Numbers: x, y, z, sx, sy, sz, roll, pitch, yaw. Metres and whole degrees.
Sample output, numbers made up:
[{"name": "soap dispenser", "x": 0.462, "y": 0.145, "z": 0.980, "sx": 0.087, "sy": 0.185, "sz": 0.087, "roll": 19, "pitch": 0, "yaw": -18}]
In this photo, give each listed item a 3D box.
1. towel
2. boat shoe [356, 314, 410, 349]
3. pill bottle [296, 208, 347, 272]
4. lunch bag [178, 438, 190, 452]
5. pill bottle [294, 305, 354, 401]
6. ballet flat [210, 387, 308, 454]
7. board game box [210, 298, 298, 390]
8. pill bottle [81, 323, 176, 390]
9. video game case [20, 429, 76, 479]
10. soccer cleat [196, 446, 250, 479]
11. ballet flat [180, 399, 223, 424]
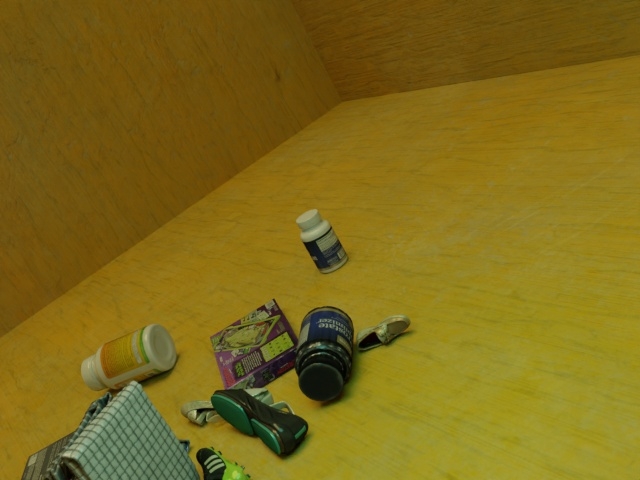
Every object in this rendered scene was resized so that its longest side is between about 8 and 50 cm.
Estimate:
[{"name": "towel", "x": -0.369, "y": 0.444, "z": 1.447, "sx": 0.121, "sy": 0.284, "sz": 0.235, "roll": -20, "pitch": 21, "yaw": 27}, {"name": "boat shoe", "x": 0.136, "y": 0.205, "z": 1.692, "sx": 0.135, "sy": 0.050, "sz": 0.045, "roll": -31, "pitch": 20, "yaw": 28}, {"name": "pill bottle", "x": 0.000, "y": 0.000, "z": 2.195, "sx": 0.094, "sy": 0.169, "sz": 0.094, "roll": -26, "pitch": 19, "yaw": 10}, {"name": "lunch bag", "x": -0.335, "y": 0.463, "z": 1.699, "sx": 0.071, "sy": 0.053, "sz": 0.083, "roll": -12, "pitch": 17, "yaw": 37}, {"name": "pill bottle", "x": 0.009, "y": 0.242, "z": 1.661, "sx": 0.123, "sy": 0.123, "sz": 0.219, "roll": -24, "pitch": 21, "yaw": 14}, {"name": "ballet flat", "x": -0.120, "y": 0.363, "z": 1.608, "sx": 0.096, "sy": 0.095, "sz": 0.280, "roll": -29, "pitch": 27, "yaw": -29}, {"name": "board game box", "x": -0.163, "y": 0.268, "z": 1.952, "sx": 0.208, "sy": 0.056, "sz": 0.347, "roll": -27, "pitch": 19, "yaw": -6}, {"name": "pill bottle", "x": -0.540, "y": 0.335, "z": 2.169, "sx": 0.245, "sy": 0.136, "sz": 0.136, "roll": -23, "pitch": 21, "yaw": 17}, {"name": "video game case", "x": -0.631, "y": 0.540, "z": 1.961, "sx": 0.274, "sy": 0.026, "sz": 0.196, "roll": -29, "pitch": 20, "yaw": 0}, {"name": "soccer cleat", "x": -0.209, "y": 0.458, "z": 1.529, "sx": 0.072, "sy": 0.060, "sz": 0.179, "roll": -41, "pitch": 26, "yaw": -27}, {"name": "ballet flat", "x": -0.262, "y": 0.393, "z": 1.769, "sx": 0.168, "sy": 0.057, "sz": 0.052, "roll": -18, "pitch": 32, "yaw": 30}]
